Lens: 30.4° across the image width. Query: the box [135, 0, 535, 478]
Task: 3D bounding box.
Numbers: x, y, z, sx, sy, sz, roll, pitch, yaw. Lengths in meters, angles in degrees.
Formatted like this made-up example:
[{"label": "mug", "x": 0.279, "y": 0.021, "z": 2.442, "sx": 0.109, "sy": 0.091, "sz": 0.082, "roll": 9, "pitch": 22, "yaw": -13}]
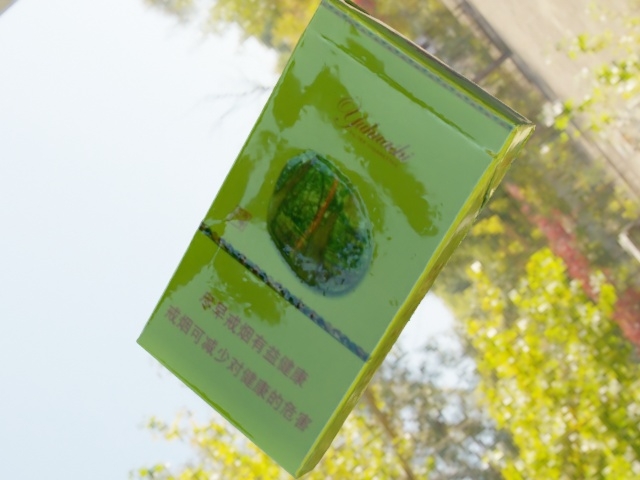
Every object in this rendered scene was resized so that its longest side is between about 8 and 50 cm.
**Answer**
[{"label": "box", "x": 0.000, "y": 0.000, "z": 0.922, "sx": 0.187, "sy": 0.335, "sz": 0.047, "roll": 38, "pitch": -159, "yaw": 19}]
